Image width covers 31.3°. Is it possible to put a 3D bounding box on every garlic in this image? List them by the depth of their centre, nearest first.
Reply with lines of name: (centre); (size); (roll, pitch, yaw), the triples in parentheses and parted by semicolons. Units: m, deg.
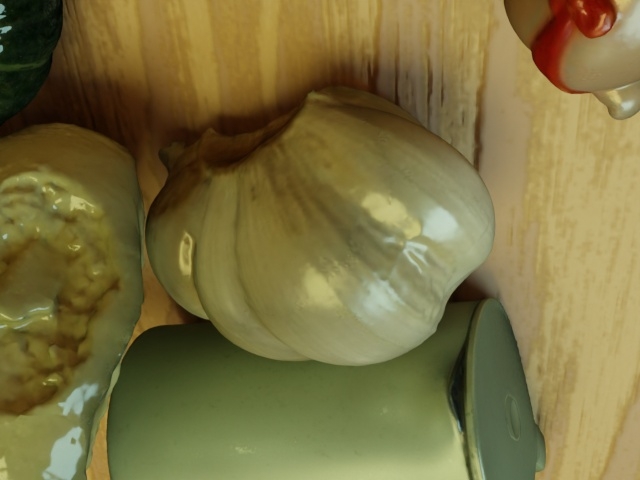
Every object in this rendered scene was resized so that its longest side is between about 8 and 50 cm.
garlic: (0.002, 0.011, 0.831); (0.281, 0.185, 0.203); (-24, 133, 34)

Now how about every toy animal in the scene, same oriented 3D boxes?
toy animal: (0.149, -0.174, 0.633); (0.197, 0.171, 0.171); (37, 133, -8)

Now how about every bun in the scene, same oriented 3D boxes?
bun: (-0.260, 0.084, 0.843); (0.202, 0.364, 0.364); (15, 137, -14)

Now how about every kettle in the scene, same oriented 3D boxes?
kettle: (0.016, 0.178, 0.978); (0.318, 0.205, 0.265); (-9, 127, 21)

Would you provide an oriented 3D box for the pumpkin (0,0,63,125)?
pumpkin: (-0.279, -0.164, 0.767); (0.211, 0.152, 0.212); (-8, 119, -16)
